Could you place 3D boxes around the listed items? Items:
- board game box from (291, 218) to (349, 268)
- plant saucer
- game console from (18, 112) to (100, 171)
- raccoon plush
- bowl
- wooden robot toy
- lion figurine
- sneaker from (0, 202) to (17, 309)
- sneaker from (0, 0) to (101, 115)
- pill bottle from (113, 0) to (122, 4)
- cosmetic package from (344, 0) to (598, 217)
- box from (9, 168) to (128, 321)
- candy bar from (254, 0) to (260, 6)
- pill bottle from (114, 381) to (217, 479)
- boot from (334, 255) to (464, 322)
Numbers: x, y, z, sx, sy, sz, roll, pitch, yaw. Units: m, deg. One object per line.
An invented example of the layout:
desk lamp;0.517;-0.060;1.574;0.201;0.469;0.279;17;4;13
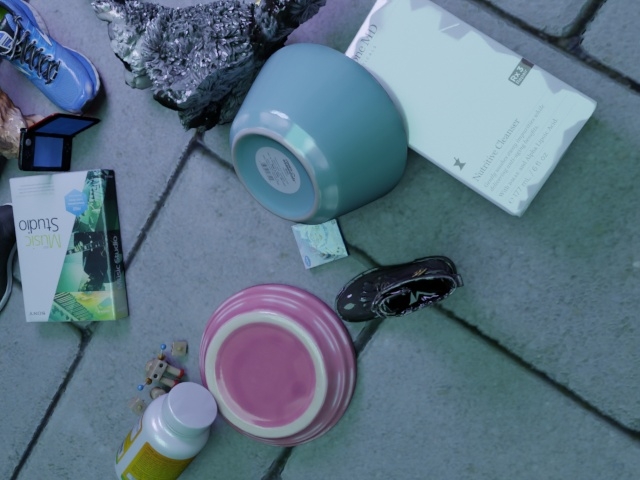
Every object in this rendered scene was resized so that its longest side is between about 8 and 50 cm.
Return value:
board game box;0.000;0.000;1.184;0.090;0.020;0.090;-18;91;16
plant saucer;-0.097;0.253;1.206;0.332;0.084;0.332;1;95;16
game console;-0.530;-0.197;1.251;0.085;0.144;0.124;10;98;16
raccoon plush;-0.195;-0.415;1.120;0.446;0.216;0.299;-37;78;9
bowl;-0.030;-0.147;1.021;0.311;0.163;0.311;27;144;22
wooden robot toy;-0.343;0.284;1.293;0.076;0.079;0.173;36;72;-27
lion figurine;-0.714;-0.340;1.215;0.142;0.392;0.240;-35;53;-7
sneaker;-0.755;0.058;1.342;0.105;0.147;0.295;25;103;10
sneaker;-0.593;-0.378;1.250;0.330;0.147;0.130;43;105;7
pill bottle;-0.399;-0.597;1.179;0.130;0.130;0.245;32;104;11
cosmetic package;0.226;-0.235;1.025;0.385;0.156;0.217;33;105;9
box;-0.543;0.015;1.323;0.232;0.058;0.322;-4;95;17
candy bar;-0.122;-0.437;1.175;0.161;0.018;0.040;-36;83;17
pill bottle;-0.303;0.391;1.220;0.136;0.136;0.245;43;122;8
boot;0.120;0.091;1.050;0.263;0.229;0.091;-24;89;17
